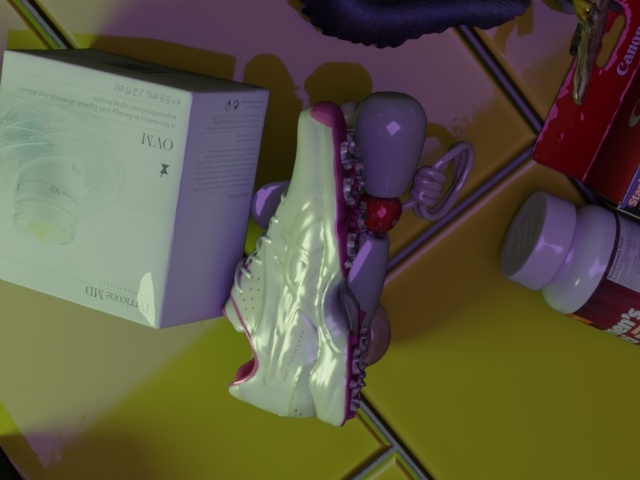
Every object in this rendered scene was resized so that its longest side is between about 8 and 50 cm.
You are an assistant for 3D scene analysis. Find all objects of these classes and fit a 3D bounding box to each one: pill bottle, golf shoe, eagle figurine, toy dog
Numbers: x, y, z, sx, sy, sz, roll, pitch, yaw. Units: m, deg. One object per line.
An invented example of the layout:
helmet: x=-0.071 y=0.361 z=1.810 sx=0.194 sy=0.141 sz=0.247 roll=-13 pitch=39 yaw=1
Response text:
pill bottle: x=0.309 y=0.035 z=1.766 sx=0.221 sy=0.121 sz=0.121 roll=22 pitch=98 yaw=-14
golf shoe: x=-0.026 y=0.023 z=1.557 sx=0.140 sy=0.115 sz=0.306 roll=2 pitch=99 yaw=10
eagle figurine: x=0.153 y=-0.295 z=1.658 sx=0.298 sy=0.225 sz=0.226 roll=16 pitch=56 yaw=16
toy dog: x=0.000 y=0.000 z=1.694 sx=0.161 sy=0.220 sz=0.333 roll=26 pitch=93 yaw=25

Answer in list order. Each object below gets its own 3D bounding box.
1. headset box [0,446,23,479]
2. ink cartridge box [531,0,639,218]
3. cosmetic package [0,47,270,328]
headset box: x=-0.377 y=0.378 z=1.723 sx=0.283 sy=0.131 sz=0.246 roll=-29 pitch=106 yaw=-3
ink cartridge box: x=0.409 y=-0.157 z=1.737 sx=0.272 sy=0.130 sz=0.309 roll=22 pitch=98 yaw=-12
cosmetic package: x=-0.190 y=-0.054 z=1.600 sx=0.224 sy=0.138 sz=0.224 roll=15 pitch=103 yaw=29
